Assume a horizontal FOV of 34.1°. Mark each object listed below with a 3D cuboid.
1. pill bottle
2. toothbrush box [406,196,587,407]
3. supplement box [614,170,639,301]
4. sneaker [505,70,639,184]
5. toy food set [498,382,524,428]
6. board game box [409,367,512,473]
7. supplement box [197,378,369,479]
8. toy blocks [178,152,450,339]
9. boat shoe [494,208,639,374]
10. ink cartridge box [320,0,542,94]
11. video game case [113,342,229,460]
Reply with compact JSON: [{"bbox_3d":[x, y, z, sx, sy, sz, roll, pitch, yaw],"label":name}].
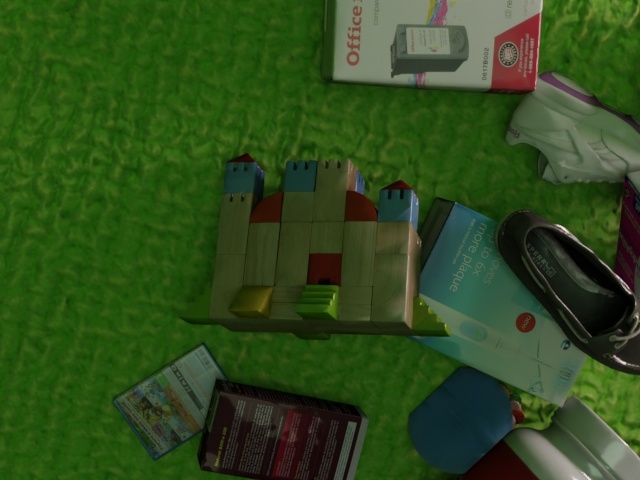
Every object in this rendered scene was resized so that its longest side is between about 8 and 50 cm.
[{"bbox_3d":[0.303,0.439,1.603,0.408,0.229,0.229,-43,99,0],"label":"pill bottle"},{"bbox_3d":[0.274,0.093,1.607,0.296,0.126,0.216,26,93,-10],"label":"toothbrush box"},{"bbox_3d":[0.524,0.002,1.580,0.114,0.111,0.220,-13,132,-4],"label":"supplement box"},{"bbox_3d":[0.426,-0.138,1.619,0.305,0.114,0.152,29,113,-9],"label":"sneaker"},{"bbox_3d":[0.287,0.276,1.685,0.082,0.020,0.083,40,91,-9],"label":"toy food set"},{"bbox_3d":[0.226,0.289,1.650,0.169,0.033,0.133,-44,56,3],"label":"board game box"},{"bbox_3d":[-0.059,0.305,1.617,0.239,0.073,0.130,13,96,-13],"label":"supplement box"},{"bbox_3d":[0.000,0.000,1.527,0.382,0.191,0.260,0,73,17],"label":"toy blocks"},{"bbox_3d":[0.385,0.086,1.508,0.335,0.095,0.112,43,89,-10],"label":"boat shoe"},{"bbox_3d":[0.163,-0.334,1.539,0.306,0.131,0.226,1,97,-8],"label":"ink cartridge box"},{"bbox_3d":[-0.221,0.252,1.631,0.166,0.015,0.119,-32,100,-1],"label":"video game case"}]
